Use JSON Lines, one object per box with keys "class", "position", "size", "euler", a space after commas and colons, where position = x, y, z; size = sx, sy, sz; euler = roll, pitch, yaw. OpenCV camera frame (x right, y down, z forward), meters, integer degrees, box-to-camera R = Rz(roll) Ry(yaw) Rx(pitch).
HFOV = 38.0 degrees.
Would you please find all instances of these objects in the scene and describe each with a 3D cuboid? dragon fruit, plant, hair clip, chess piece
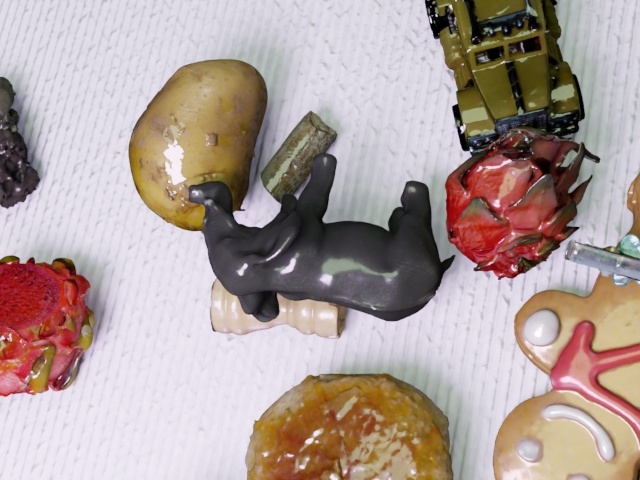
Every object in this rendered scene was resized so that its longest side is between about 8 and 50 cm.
{"class": "dragon fruit", "position": [-0.312, 0.105, 0.911], "size": [0.208, 0.150, 0.133], "euler": [-50, 39, 4]}
{"class": "plant", "position": [-0.355, -0.112, 1.010], "size": [0.085, 0.087, 0.174], "euler": [-5, 65, -23]}
{"class": "dragon fruit", "position": [0.172, -0.034, 0.814], "size": [0.121, 0.130, 0.142], "euler": [27, 94, -18]}
{"class": "hair clip", "position": [0.288, 0.026, 0.762], "size": [0.173, 0.049, 0.049], "euler": [17, 79, 17]}
{"class": "chess piece", "position": [-0.038, 0.064, 0.882], "size": [0.122, 0.066, 0.066], "euler": [7, 76, 11]}

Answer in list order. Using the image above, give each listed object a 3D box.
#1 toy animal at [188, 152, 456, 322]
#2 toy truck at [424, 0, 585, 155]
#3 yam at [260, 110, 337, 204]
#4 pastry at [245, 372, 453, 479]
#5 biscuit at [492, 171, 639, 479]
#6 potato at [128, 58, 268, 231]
{"class": "toy animal", "position": [-0.001, -0.004, 0.822], "size": [0.245, 0.114, 0.146], "euler": [3, 48, 6]}
{"class": "toy truck", "position": [0.164, -0.213, 0.874], "size": [0.127, 0.127, 0.257], "euler": [-13, 75, 10]}
{"class": "yam", "position": [-0.024, -0.082, 0.928], "size": [0.043, 0.043, 0.094], "euler": [37, 88, 21]}
{"class": "pastry", "position": [0.024, 0.208, 0.803], "size": [0.182, 0.093, 0.192], "euler": [-7, 73, 16]}
{"class": "biscuit", "position": [0.273, 0.102, 0.792], "size": [0.216, 0.047, 0.340], "euler": [41, 87, 23]}
{"class": "potato", "position": [-0.121, -0.098, 0.914], "size": [0.137, 0.137, 0.176], "euler": [9, 74, 17]}
